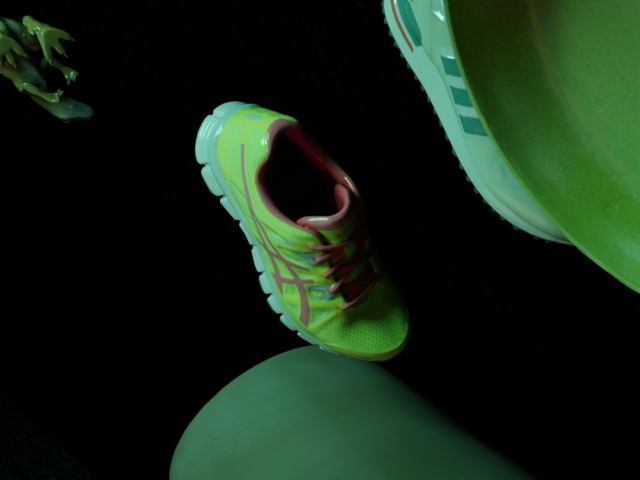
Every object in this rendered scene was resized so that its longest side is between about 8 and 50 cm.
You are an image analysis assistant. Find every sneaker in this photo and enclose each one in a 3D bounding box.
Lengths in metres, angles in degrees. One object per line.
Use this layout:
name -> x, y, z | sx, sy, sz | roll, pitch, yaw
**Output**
sneaker -> 0.090, -0.074, 0.687 | 0.161, 0.057, 0.075 | 59, 151, 11
sneaker -> 0.000, 0.000, 0.996 | 0.208, 0.081, 0.094 | 53, 156, -19

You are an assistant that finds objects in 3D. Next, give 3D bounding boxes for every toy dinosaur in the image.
toy dinosaur -> -0.256, -0.163, 1.199 | 0.211, 0.064, 0.112 | 55, 159, -24

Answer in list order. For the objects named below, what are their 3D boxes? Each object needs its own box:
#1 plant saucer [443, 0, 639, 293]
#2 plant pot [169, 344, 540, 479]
plant saucer -> 0.148, -0.074, 0.574 | 0.241, 0.037, 0.241 | 33, 142, 31
plant pot -> 0.034, 0.239, 1.133 | 0.280, 0.323, 0.323 | 51, 167, 37
